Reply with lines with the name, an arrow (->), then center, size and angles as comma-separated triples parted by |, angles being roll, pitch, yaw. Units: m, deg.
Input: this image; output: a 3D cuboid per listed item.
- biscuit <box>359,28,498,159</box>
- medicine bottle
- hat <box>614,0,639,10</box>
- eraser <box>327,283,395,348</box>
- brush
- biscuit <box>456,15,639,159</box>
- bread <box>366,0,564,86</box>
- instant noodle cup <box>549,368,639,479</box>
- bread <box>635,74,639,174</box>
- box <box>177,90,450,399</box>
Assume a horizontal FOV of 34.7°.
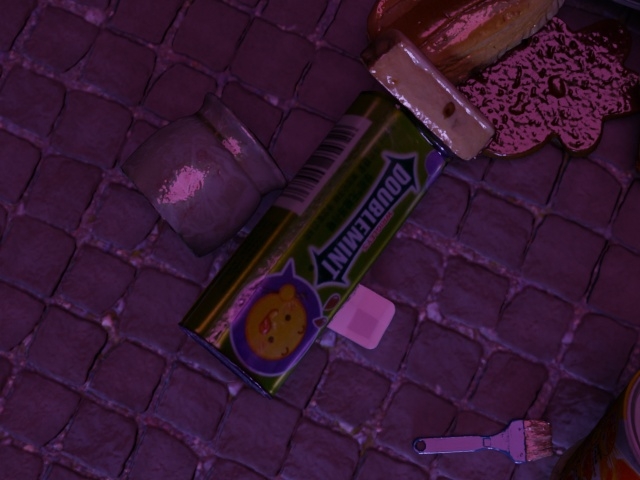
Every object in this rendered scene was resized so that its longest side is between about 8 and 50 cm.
biscuit -> 0.123, -0.161, 1.138 | 0.056, 0.052, 0.188 | -44, 127, 14
medicine bottle -> -0.130, -0.075, 1.164 | 0.143, 0.147, 0.147 | -41, 85, -7
hat -> 0.418, -0.295, 1.179 | 0.275, 0.161, 0.232 | 20, 53, 22
eraser -> 0.031, 0.079, 1.206 | 0.105, 0.026, 0.065 | 30, 87, 4
brush -> 0.189, 0.235, 1.194 | 0.164, 0.014, 0.051 | -3, 83, 1
biscuit -> 0.268, -0.180, 1.223 | 0.236, 0.039, 0.180 | -15, 86, 0
bread -> 0.165, -0.272, 1.186 | 0.236, 0.106, 0.140 | -35, 63, -1
instant noodle cup -> 0.376, 0.251, 1.042 | 0.264, 0.200, 0.264 | 3, 48, -3
bread -> 0.424, -0.157, 1.199 | 0.136, 0.054, 0.154 | -20, 124, -28
box -> 0.000, 0.000, 1.143 | 0.134, 0.097, 0.346 | 45, 75, -26
